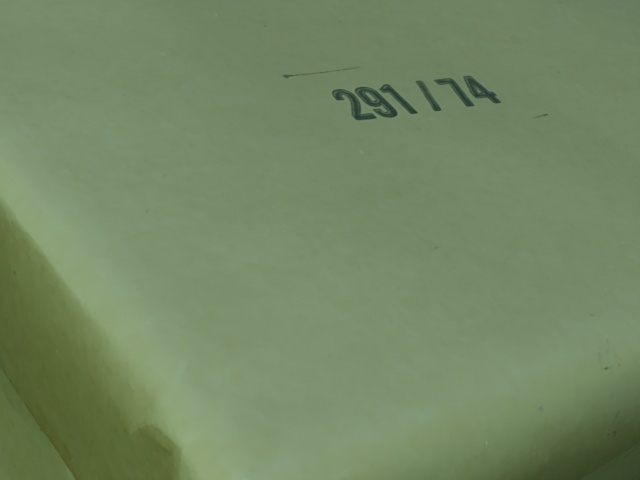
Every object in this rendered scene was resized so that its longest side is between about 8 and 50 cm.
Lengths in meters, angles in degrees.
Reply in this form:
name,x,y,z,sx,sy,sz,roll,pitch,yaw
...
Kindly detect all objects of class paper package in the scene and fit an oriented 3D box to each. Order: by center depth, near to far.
name,x,y,z,sx,sy,sz,roll,pitch,yaw
paper package,0.000,0.000,0.524,0.324,0.168,0.309,-16,47,-37
